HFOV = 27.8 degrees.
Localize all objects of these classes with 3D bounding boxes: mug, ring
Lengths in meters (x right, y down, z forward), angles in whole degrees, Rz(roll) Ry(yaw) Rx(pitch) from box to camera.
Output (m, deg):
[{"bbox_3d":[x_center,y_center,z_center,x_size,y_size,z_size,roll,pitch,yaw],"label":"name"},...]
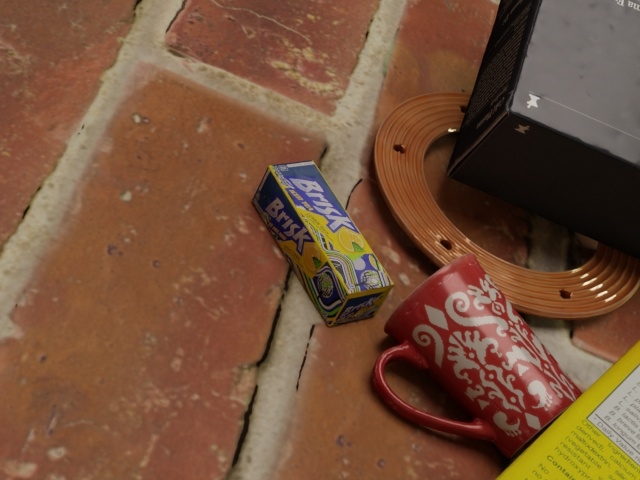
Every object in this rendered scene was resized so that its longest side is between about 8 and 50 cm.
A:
[{"bbox_3d":[0.143,0.123,1.213,0.169,0.150,0.113,49,9,15],"label":"mug"},{"bbox_3d":[0.210,-0.041,1.444,0.336,0.032,0.337,16,42,-15],"label":"ring"}]

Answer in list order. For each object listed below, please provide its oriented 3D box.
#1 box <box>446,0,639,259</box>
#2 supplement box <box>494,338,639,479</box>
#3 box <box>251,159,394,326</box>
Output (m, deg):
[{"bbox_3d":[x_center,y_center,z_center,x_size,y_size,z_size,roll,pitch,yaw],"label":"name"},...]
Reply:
[{"bbox_3d":[0.355,-0.166,1.414,0.343,0.179,0.313,23,65,-7],"label":"box"},{"bbox_3d":[0.230,0.251,1.045,0.194,0.195,0.356,44,44,15],"label":"supplement box"},{"bbox_3d":[0.000,0.000,1.270,0.059,0.054,0.169,-10,54,-36],"label":"box"}]
